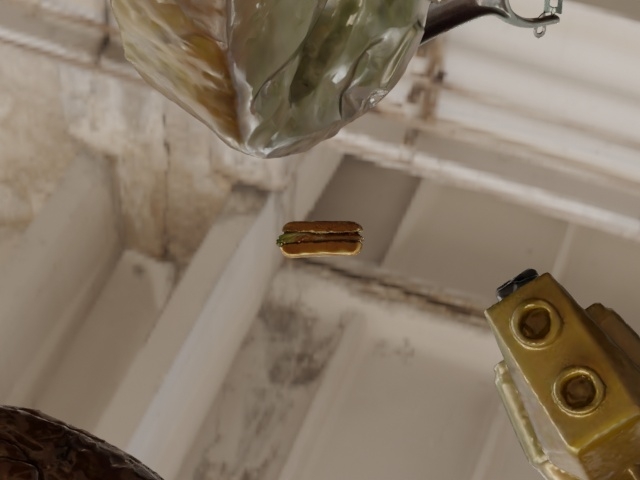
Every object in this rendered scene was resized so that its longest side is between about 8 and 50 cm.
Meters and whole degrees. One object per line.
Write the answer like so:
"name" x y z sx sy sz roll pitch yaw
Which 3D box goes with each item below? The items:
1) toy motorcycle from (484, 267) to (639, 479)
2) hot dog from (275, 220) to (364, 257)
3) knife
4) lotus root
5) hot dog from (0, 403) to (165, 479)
"toy motorcycle" 0.128 0.107 0.517 0.094 0.130 0.229 -32 -99 9
"hot dog" 0.000 0.000 1.406 0.083 0.021 0.037 2 -101 11
"knife" 0.131 -0.220 1.505 0.278 0.123 0.053 -26 -140 -26
"lotus root" 0.029 -0.240 0.829 0.111 0.375 0.390 31 -104 21
"hot dog" -0.225 0.245 0.991 0.387 0.174 0.267 22 -138 -4
